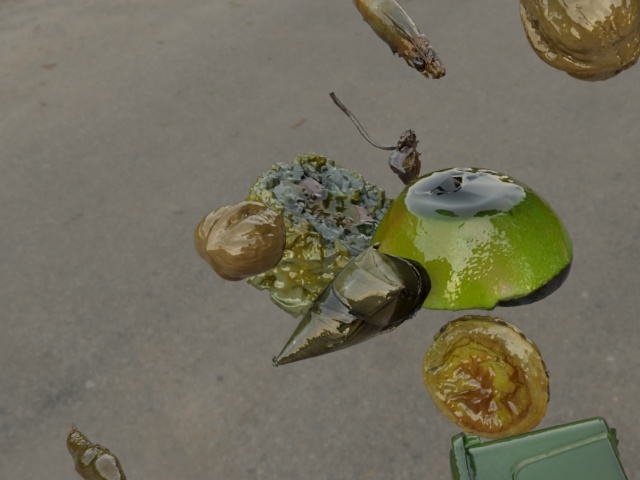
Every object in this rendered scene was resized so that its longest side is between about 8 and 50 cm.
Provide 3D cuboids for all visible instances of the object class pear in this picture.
[{"bbox_3d":[0.261,-0.028,1.607,0.399,0.165,0.399,-7,23,3],"label":"pear"}]

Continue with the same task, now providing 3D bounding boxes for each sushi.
[{"bbox_3d":[0.000,0.000,2.010,0.396,0.240,0.351,30,38,4],"label":"sushi"}]

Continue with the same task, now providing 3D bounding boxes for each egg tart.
[{"bbox_3d":[0.295,0.234,1.552,0.241,0.241,0.106,17,28,26],"label":"egg tart"}]

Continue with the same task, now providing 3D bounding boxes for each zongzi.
[{"bbox_3d":[0.059,0.119,1.382,0.112,0.242,0.221,51,16,21],"label":"zongzi"}]

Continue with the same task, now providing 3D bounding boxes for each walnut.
[{"bbox_3d":[0.410,-0.358,1.363,0.198,0.198,0.245,-11,61,-16],"label":"walnut"},{"bbox_3d":[-0.139,0.002,1.557,0.166,0.149,0.166,5,24,-2],"label":"walnut"}]

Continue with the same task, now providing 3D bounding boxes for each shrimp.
[{"bbox_3d":[0.135,-0.344,1.510,0.063,0.152,0.287,-37,56,3],"label":"shrimp"}]

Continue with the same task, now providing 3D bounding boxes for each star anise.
[{"bbox_3d":[0.117,-0.223,2.012,0.227,0.218,0.148,10,25,27],"label":"star anise"}]

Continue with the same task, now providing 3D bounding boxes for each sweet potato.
[{"bbox_3d":[-0.403,0.390,1.564,0.067,0.067,0.274,-22,23,-29],"label":"sweet potato"}]

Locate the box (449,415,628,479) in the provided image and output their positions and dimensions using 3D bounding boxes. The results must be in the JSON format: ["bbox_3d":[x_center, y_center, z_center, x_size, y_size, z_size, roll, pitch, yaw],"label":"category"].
[{"bbox_3d":[0.261,0.344,0.858,0.178,0.328,0.253,-21,33,9],"label":"box"}]
